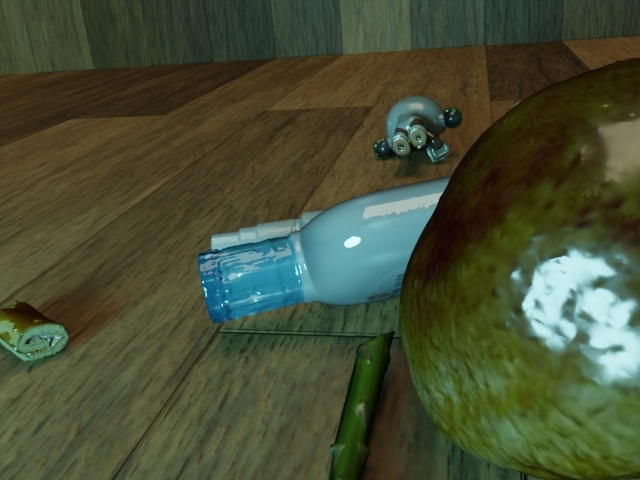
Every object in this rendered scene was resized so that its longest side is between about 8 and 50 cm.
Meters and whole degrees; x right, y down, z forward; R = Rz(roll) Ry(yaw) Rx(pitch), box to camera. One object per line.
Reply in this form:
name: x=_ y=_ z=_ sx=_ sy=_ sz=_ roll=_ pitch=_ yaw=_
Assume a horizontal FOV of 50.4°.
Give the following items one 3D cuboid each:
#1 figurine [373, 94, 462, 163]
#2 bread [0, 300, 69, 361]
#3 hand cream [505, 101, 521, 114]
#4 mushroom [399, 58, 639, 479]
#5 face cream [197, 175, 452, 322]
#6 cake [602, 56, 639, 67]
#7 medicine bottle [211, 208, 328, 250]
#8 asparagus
figurine: x=0.148 y=-0.166 z=1.051 sx=0.147 sy=0.093 sz=0.197 roll=-22 pitch=25 yaw=19
bread: x=-0.258 y=0.079 z=0.593 sx=0.047 sy=0.036 sz=0.083 roll=-14 pitch=20 yaw=-42
hand cream: x=0.381 y=-0.184 z=1.097 sx=0.087 sy=0.054 sz=0.186 roll=-27 pitch=37 yaw=-35
mushroom: x=0.160 y=0.015 z=0.404 sx=0.195 sy=0.263 sz=0.283 roll=36 pitch=-6 yaw=14
face cream: x=0.066 y=0.004 z=0.581 sx=0.337 sy=0.080 sz=0.163 roll=-13 pitch=-17 yaw=-5
cake: x=0.376 y=-0.106 z=0.754 sx=0.160 sy=0.158 sz=0.262 roll=8 pitch=27 yaw=33
medicine bottle: x=0.000 y=0.000 z=0.713 sx=0.221 sy=0.061 sz=0.092 roll=-6 pitch=-3 yaw=-1
asparagus: x=0.021 y=0.122 z=0.420 sx=0.027 sy=0.034 sz=0.236 roll=16 pitch=27 yaw=5
